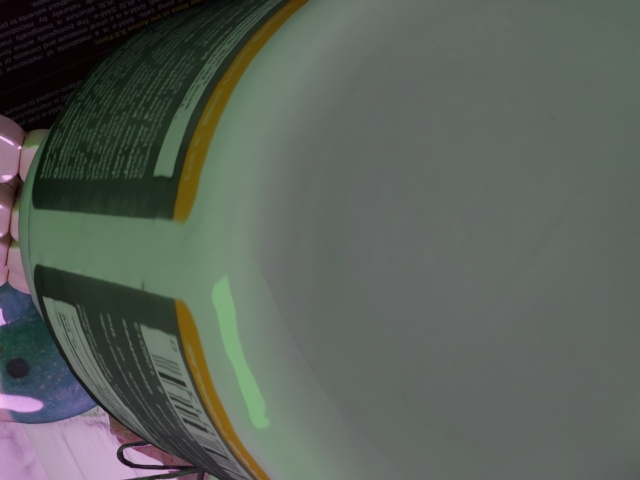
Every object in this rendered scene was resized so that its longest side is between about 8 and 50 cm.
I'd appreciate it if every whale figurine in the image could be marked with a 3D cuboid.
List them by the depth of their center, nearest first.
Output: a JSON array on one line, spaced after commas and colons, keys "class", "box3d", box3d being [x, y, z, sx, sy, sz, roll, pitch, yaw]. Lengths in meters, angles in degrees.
[{"class": "whale figurine", "box3d": [-0.188, -0.003, 1.239, 0.216, 0.141, 0.272, -78, -9, -73]}]

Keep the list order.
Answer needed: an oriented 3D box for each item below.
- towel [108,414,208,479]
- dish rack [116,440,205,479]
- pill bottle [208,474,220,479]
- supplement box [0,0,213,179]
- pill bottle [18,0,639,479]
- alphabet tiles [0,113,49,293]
[{"class": "towel", "box3d": [-0.136, 0.001, 1.051, 0.237, 0.037, 0.329, 16, 129, 68]}, {"class": "dish rack", "box3d": [-0.051, 0.186, 0.817, 0.271, 0.074, 0.208, -79, -23, -45]}, {"class": "pill bottle", "box3d": [0.014, 0.136, 0.720, 0.117, 0.117, 0.215, 142, 125, -74]}, {"class": "supplement box", "box3d": [-0.114, -0.151, 0.737, 0.073, 0.130, 0.239, 51, 159, 43]}, {"class": "pill bottle", "box3d": [0.000, 0.000, 0.541, 0.162, 0.162, 0.278, 67, 161, -11]}, {"class": "alphabet tiles", "box3d": [-0.114, 0.002, 0.805, 0.278, 0.284, 0.021, 133, 152, -72]}]
